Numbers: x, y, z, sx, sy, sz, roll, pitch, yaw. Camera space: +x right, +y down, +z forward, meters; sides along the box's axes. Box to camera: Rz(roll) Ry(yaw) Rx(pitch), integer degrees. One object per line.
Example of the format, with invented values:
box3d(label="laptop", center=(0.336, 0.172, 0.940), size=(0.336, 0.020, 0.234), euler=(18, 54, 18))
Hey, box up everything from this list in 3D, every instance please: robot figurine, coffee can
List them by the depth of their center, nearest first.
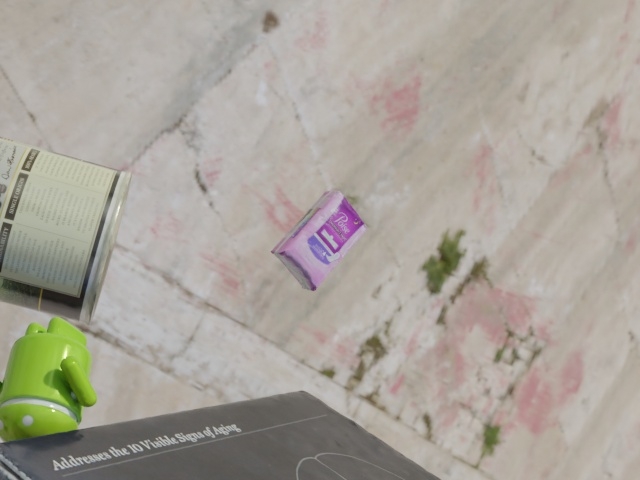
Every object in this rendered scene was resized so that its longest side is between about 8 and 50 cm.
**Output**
box3d(label="robot figurine", center=(-0.221, 0.120, 0.859), size=(0.067, 0.101, 0.115), euler=(48, 37, -46))
box3d(label="coffee can", center=(-0.392, -0.026, 1.323), size=(0.275, 0.201, 0.202), euler=(16, 96, -8))

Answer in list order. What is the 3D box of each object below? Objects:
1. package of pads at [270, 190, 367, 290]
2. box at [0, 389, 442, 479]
box3d(label="package of pads", center=(0.000, 0.000, 0.961), size=(0.083, 0.032, 0.050), euler=(-48, 113, -22))
box3d(label="box", center=(-0.003, 0.375, 0.866), size=(0.480, 0.471, 0.297), euler=(5, 114, -62))
